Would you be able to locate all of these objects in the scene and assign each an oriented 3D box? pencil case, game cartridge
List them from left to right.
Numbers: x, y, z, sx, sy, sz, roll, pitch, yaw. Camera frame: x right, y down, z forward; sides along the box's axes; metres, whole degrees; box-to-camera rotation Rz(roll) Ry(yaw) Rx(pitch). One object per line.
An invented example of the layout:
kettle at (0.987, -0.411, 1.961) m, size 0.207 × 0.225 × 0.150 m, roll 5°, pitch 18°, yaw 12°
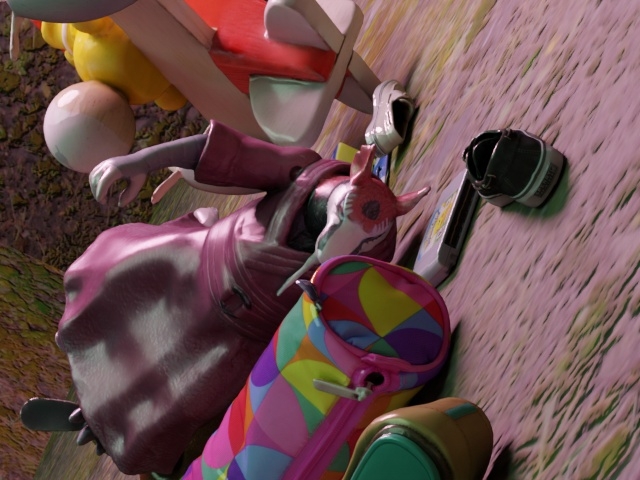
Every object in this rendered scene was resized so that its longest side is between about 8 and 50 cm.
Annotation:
pencil case at (-0.008, 0.111, 1.233) m, size 0.104 × 0.104 × 0.236 m, roll -74°, pitch 11°, yaw -48°
game cartridge at (0.082, -0.007, 1.301) m, size 0.056 × 0.017 × 0.083 m, roll 123°, pitch 170°, yaw -61°

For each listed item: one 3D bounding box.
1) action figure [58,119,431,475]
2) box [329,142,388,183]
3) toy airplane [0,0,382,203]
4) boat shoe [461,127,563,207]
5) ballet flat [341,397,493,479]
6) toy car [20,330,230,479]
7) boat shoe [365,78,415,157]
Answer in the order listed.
action figure at (-0.034, 0.037, 1.484) m, size 0.370 × 0.248 × 0.276 m, roll -31°, pitch -11°, yaw 40°
box at (0.000, 0.000, 1.690) m, size 0.178 × 0.042 × 0.109 m, roll -61°, pitch 9°, yaw 26°
toy airplane at (-0.137, -0.163, 1.856) m, size 0.272 × 0.386 × 0.384 m, roll -51°, pitch 8°, yaw -7°
boat shoe at (0.107, -0.048, 1.178) m, size 0.049 × 0.040 × 0.142 m, roll -65°, pitch 9°, yaw 0°
ballet flat at (0.022, 0.169, 1.027) m, size 0.073 × 0.080 × 0.232 m, roll -28°, pitch -23°, yaw -53°
toy car at (-0.153, 0.154, 1.669) m, size 0.149 × 0.188 × 0.155 m, roll -54°, pitch 13°, yaw 51°
boat shoe at (0.063, -0.107, 1.665) m, size 0.035 × 0.035 × 0.100 m, roll -28°, pitch 23°, yaw 28°
